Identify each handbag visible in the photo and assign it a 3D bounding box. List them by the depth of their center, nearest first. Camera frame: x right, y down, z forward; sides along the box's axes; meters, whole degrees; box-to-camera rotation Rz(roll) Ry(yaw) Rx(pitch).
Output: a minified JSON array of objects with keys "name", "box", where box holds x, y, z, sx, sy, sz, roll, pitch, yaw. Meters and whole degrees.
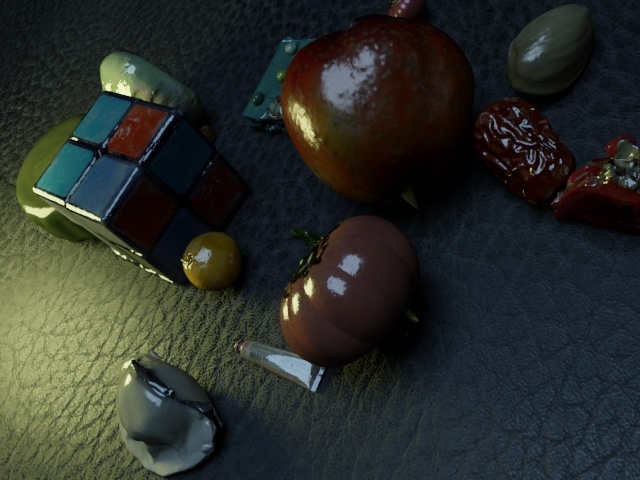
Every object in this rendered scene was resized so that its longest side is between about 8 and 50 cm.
[{"name":"handbag","box":[-0.042,-0.396,1.844,0.268,0.100,0.274,16,68,35]}]

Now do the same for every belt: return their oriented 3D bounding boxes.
[{"name":"belt","box":[-0.320,-0.268,1.961,0.059,0.036,0.083,21,72,44]}]

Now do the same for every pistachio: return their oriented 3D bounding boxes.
[{"name":"pistachio","box":[0.483,-0.400,1.530,0.238,0.153,0.138,-53,10,-13]}]

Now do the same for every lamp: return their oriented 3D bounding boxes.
[{"name":"lamp","box":[0.068,0.104,1.359,0.305,0.239,0.305,-54,5,7]},{"name":"lamp","box":[0.215,-0.580,1.823,0.107,0.092,0.107,-47,22,25]}]

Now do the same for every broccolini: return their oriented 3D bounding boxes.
[{"name":"broccolini","box":[0.003,0.011,1.599,0.074,0.058,0.201,-38,32,-17]}]

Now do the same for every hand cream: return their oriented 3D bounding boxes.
[{"name":"hand cream","box":[-0.084,0.244,1.489,0.209,0.043,0.067,15,71,30]}]

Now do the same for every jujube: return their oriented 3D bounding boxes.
[{"name":"jujube","box":[0.395,-0.172,1.418,0.155,0.155,0.230,-38,57,2]}]

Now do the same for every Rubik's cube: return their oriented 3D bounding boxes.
[{"name":"Rubik's cube","box":[-0.422,-0.128,1.741,0.316,0.313,0.318,20,72,38]}]

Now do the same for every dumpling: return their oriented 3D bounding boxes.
[{"name":"dumpling","box":[-0.337,0.350,1.485,0.293,0.163,0.204,37,77,29]}]

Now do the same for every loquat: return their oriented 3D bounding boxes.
[{"name":"loquat","box":[-0.245,0.045,1.650,0.141,0.141,0.141,-15,54,21]}]

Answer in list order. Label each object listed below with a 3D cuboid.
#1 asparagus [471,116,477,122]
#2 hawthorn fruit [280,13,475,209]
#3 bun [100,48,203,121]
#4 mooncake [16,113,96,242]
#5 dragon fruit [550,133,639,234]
[{"name":"asparagus","box":[0.395,-0.259,1.559,0.163,0.016,0.016,4,43,33]},{"name":"hawthorn fruit","box":[0.132,-0.244,1.489,0.403,0.403,0.403,-15,54,21]},{"name":"bun","box":[-0.470,-0.373,1.965,0.293,0.293,0.187,34,94,40]},{"name":"mooncake","box":[-0.645,-0.167,1.983,0.351,0.187,0.351,-12,58,21]},{"name":"dragon fruit","box":[0.539,-0.103,1.259,0.262,0.211,0.134,16,76,30]}]
